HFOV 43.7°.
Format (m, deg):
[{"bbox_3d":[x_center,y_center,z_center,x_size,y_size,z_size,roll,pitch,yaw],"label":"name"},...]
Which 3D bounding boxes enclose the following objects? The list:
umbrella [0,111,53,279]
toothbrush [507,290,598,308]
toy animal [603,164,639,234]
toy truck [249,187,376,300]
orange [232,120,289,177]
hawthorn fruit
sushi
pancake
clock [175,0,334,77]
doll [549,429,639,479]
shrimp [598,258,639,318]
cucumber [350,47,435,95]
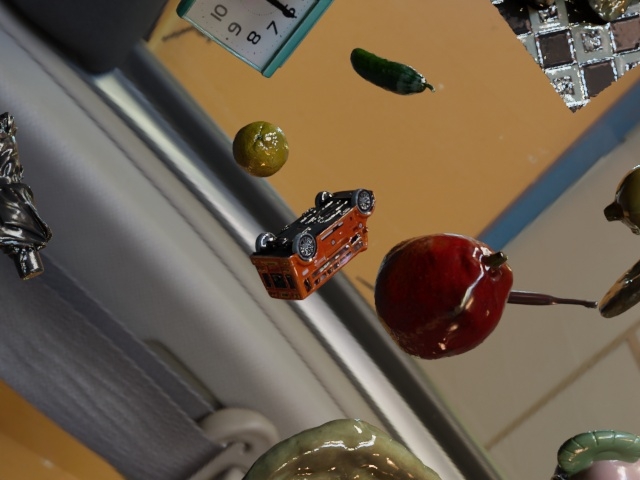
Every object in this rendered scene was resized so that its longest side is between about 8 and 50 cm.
[{"bbox_3d":[-0.504,-0.069,1.270,0.110,0.272,0.122,-17,172,-19],"label":"umbrella"},{"bbox_3d":[0.581,0.161,2.222,0.364,0.041,0.041,3,-136,20],"label":"toothbrush"},{"bbox_3d":[0.661,-0.088,1.453,0.281,0.195,0.169,-19,-179,31],"label":"toy animal"},{"bbox_3d":[0.000,0.000,1.393,0.107,0.114,0.252,0,-153,43],"label":"toy truck"},{"bbox_3d":[-0.089,-0.137,1.187,0.085,0.085,0.095,-58,176,-18],"label":"orange"},{"bbox_3d":[0.266,0.102,1.632,0.307,0.265,0.265,-33,-156,37],"label":"hawthorn fruit"},{"bbox_3d":[0.405,-0.381,1.155,0.294,0.292,0.059,-40,-175,-5],"label":"sushi"},{"bbox_3d":[0.022,0.267,0.666,0.222,0.236,0.042,-15,-171,-11],"label":"pancake"},{"bbox_3d":[-0.112,-0.484,1.533,0.262,0.231,0.116,-48,-152,21],"label":"clock"},{"bbox_3d":[0.526,0.466,1.454,0.216,0.268,0.284,-95,-158,-57],"label":"doll"},{"bbox_3d":[0.658,0.045,1.512,0.317,0.077,0.168,-39,172,0],"label":"shrimp"},{"bbox_3d":[0.122,-0.303,1.453,0.056,0.056,0.250,-53,-140,1],"label":"cucumber"}]
